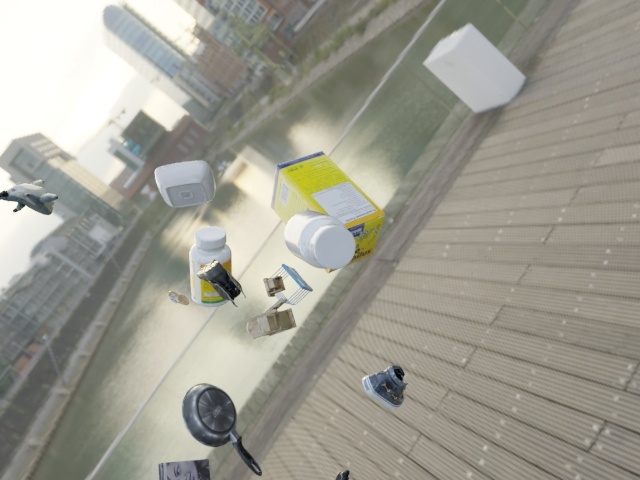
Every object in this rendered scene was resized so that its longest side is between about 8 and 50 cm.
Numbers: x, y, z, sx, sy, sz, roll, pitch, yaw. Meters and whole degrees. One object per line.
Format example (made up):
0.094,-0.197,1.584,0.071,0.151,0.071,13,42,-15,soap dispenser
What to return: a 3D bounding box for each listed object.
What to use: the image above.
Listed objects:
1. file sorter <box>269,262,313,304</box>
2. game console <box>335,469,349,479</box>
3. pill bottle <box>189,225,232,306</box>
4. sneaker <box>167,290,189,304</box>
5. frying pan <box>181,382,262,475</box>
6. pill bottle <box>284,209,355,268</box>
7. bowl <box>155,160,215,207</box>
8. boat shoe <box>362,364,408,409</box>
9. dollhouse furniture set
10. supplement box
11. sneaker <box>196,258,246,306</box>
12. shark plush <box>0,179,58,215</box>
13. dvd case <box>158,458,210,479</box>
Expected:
-0.118,0.172,2.430,0.104,0.118,0.170,-44,-14,2,file sorter
0.015,0.860,1.932,0.213,0.044,0.361,117,178,-65,game console
-0.306,0.071,1.811,0.117,0.117,0.208,-80,-6,-62,pill bottle
-0.485,0.202,2.226,0.032,0.083,0.037,-54,-19,-33,sneaker
-0.293,0.569,1.913,0.053,0.326,0.197,-38,-17,33,frying pan
0.000,0.000,1.594,0.131,0.131,0.229,-53,19,-4,pill bottle
-0.339,-0.134,1.634,0.142,0.142,0.053,87,175,-58,bowl
0.173,0.341,1.505,0.083,0.183,0.065,-29,57,17,boat shoe
-0.165,0.181,1.782,0.101,0.161,0.182,-21,-11,18,dollhouse furniture set
0.015,-0.100,2.151,0.194,0.356,0.195,-22,-36,-30,supplement box
-0.199,0.086,1.311,0.051,0.089,0.170,-42,10,-14,sneaker
-0.642,-0.083,1.402,0.067,0.073,0.161,-59,-16,18,shark plush
-0.443,0.814,2.143,0.018,0.221,0.165,-21,67,30,dvd case
